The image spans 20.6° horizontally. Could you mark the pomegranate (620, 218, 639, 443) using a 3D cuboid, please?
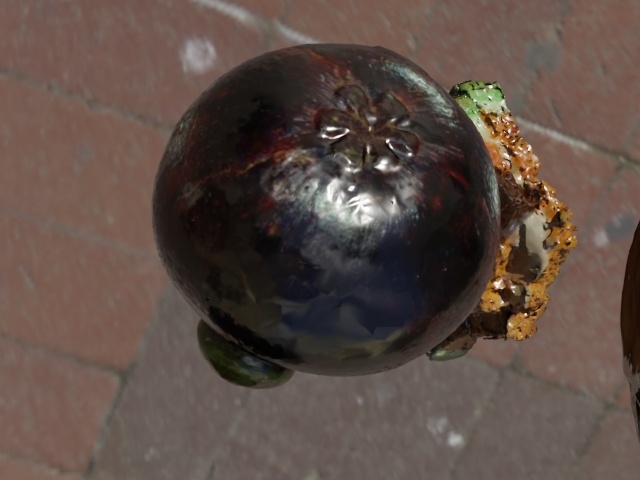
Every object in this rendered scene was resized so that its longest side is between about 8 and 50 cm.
[{"bbox_3d":[0.252,0.032,0.574,0.322,0.322,0.322,-4,116,-8],"label":"pomegranate"}]

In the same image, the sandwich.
[{"bbox_3d":[0.119,0.003,1.436,0.079,0.159,0.235,-13,134,-38],"label":"sandwich"}]

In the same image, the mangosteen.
[{"bbox_3d":[0.004,-0.011,1.076,0.216,0.216,0.216,-4,116,-8],"label":"mangosteen"}]
